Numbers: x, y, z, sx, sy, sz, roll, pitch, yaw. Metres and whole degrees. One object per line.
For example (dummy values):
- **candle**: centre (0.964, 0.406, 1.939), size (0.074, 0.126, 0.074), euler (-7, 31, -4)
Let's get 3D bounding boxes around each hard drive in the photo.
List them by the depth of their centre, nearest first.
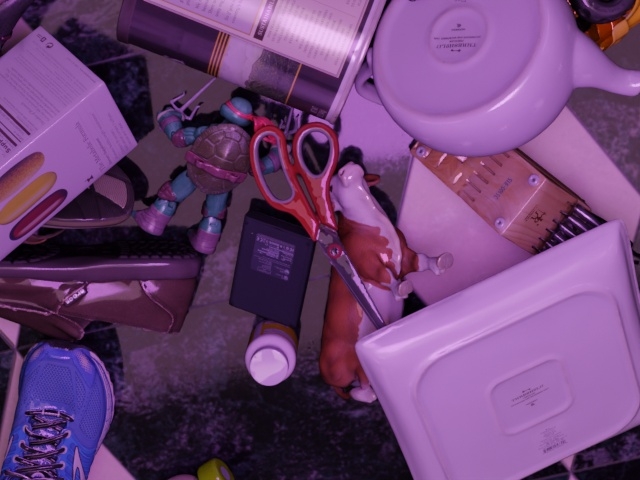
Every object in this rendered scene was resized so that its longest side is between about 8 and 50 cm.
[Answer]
- **hard drive**: centre (-0.061, 0.037, 1.850), size (0.094, 0.022, 0.135), euler (19, 120, 12)

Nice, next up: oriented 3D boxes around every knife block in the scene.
- **knife block**: centre (0.268, -0.041, 1.835), size (0.088, 0.276, 0.242), euler (-51, 141, 9)

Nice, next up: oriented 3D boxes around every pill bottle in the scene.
- **pill bottle**: centre (-0.062, 0.143, 1.854), size (0.065, 0.116, 0.065), euler (0, 102, 2)

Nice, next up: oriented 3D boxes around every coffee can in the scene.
- **coffee can**: centre (-0.075, -0.278, 1.723), size (0.275, 0.201, 0.201), euler (21, 101, -3)

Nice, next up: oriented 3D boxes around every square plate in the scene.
- **square plate**: centre (0.250, 0.174, 1.789), size (0.347, 0.049, 0.344), euler (-25, 129, -2)

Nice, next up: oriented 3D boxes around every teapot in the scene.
- **teapot**: centre (0.189, -0.195, 1.696), size (0.252, 0.187, 0.256), euler (-44, 57, 7)

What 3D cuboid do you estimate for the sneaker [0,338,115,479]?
- **sneaker**: centre (-0.340, 0.282, 1.860), size (0.129, 0.147, 0.330), euler (8, 109, -2)

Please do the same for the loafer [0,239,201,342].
- **loafer**: centre (-0.332, 0.074, 1.837), size (0.366, 0.134, 0.130), euler (0, 102, 1)

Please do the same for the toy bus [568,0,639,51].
- **toy bus**: centre (0.343, -0.361, 1.735), size (0.211, 0.149, 0.220), euler (-33, 97, -6)

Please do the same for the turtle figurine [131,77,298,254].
- **turtle figurine**: centre (-0.131, -0.104, 1.811), size (0.175, 0.118, 0.234), euler (28, 107, -4)

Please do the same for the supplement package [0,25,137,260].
- **supplement package**: centre (-0.364, -0.106, 1.738), size (0.244, 0.139, 0.134), euler (-42, 60, -12)

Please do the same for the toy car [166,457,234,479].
- **toy car**: centre (-0.142, 0.406, 1.927), size (0.155, 0.149, 0.188), euler (-33, 128, 11)

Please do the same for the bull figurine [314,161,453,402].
- **bull figurine**: centre (0.066, 0.060, 1.819), size (0.101, 0.188, 0.310), euler (-8, 113, -31)

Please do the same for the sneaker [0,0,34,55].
- **sneaker**: centre (-0.409, -0.204, 1.808), size (0.281, 0.106, 0.162), euler (-34, 104, 18)

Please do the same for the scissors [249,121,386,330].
- **scissors**: centre (0.000, 0.000, 1.737), size (0.109, 0.021, 0.297), euler (-16, 91, 5)

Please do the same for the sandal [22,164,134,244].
- **sandal**: centre (-0.379, -0.046, 1.841), size (0.302, 0.120, 0.086), euler (-5, 146, 6)
